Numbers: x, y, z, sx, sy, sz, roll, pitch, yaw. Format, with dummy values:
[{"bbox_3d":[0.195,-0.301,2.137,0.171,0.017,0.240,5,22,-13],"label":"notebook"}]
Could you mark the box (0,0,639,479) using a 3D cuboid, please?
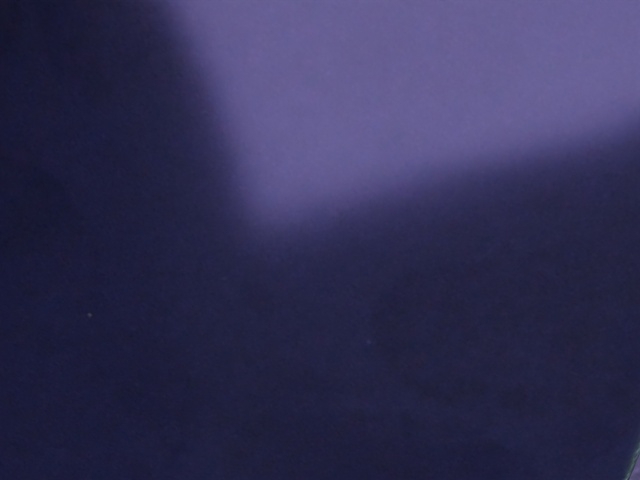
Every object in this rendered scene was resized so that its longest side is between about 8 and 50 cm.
[{"bbox_3d":[0.000,0.000,0.677,0.297,0.471,0.479,11,116,1],"label":"box"}]
